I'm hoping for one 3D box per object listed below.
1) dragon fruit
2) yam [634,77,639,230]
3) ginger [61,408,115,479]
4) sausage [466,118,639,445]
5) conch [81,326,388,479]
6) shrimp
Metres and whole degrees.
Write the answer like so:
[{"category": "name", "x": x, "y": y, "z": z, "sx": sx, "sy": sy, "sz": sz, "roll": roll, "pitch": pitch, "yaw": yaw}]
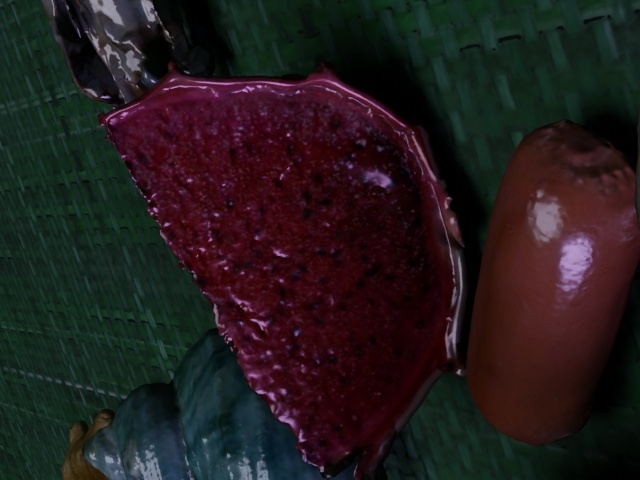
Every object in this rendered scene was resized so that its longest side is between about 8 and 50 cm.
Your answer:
[{"category": "dragon fruit", "x": 0.004, "y": -0.005, "z": 0.756, "sx": 0.274, "sy": 0.161, "sz": 0.126, "roll": 59, "pitch": -174, "yaw": -14}, {"category": "yam", "x": 0.161, "y": -0.101, "z": 0.451, "sx": 0.093, "sy": 0.093, "sz": 0.259, "roll": 31, "pitch": 136, "yaw": 44}, {"category": "ginger", "x": -0.208, "y": 0.228, "z": 1.298, "sx": 0.299, "sy": 0.065, "sz": 0.118, "roll": -28, "pitch": 74, "yaw": 59}, {"category": "sausage", "x": 0.116, "y": 0.028, "z": 0.636, "sx": 0.077, "sy": 0.077, "sz": 0.194, "roll": 41, "pitch": 141, "yaw": 35}, {"category": "conch", "x": -0.068, "y": 0.144, "z": 0.914, "sx": 0.202, "sy": 0.196, "sz": 0.134, "roll": -26, "pitch": 117, "yaw": 22}, {"category": "shrimp", "x": -0.171, "y": -0.189, "z": 0.928, "sx": 0.360, "sy": 0.085, "sz": 0.247, "roll": 59, "pitch": 159, "yaw": 17}]
